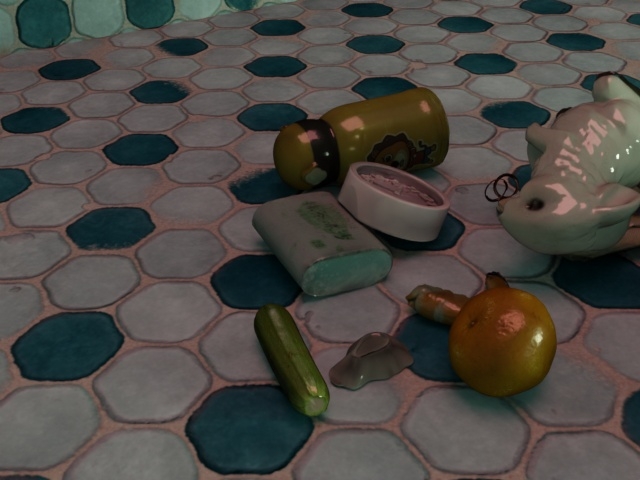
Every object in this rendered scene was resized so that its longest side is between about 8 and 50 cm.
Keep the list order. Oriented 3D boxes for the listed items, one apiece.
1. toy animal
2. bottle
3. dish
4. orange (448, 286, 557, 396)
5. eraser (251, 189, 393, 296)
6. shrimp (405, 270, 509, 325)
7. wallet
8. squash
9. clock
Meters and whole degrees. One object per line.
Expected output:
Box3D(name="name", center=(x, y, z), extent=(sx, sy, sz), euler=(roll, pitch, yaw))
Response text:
Box3D(name="toy animal", center=(0.455, -0.105, 1.400), extent=(0.258, 0.194, 0.357), euler=(29, 55, 4))
Box3D(name="bottle", center=(0.074, -0.195, 1.681), extent=(0.352, 0.171, 0.171), euler=(-17, 35, -18))
Box3D(name="dish", center=(0.071, 0.168, 1.214), extent=(0.137, 0.039, 0.091), euler=(-25, 39, -35))
Box3D(name="orange", center=(0.258, 0.145, 1.153), extent=(0.136, 0.159, 0.159), euler=(33, 24, -22))
Box3D(name="eraser", center=(0.000, 0.000, 1.447), extent=(0.174, 0.081, 0.227), euler=(-13, 33, -22))
Box3D(name="shrimp", center=(0.233, 0.084, 1.337), extent=(0.161, 0.049, 0.166), euler=(16, 35, 21))
Box3D(name="wallet", center=(0.508, -0.059, 1.524), extent=(0.336, 0.068, 0.274), euler=(-12, 34, -12))
Box3D(name="squash", center=(-0.045, 0.169, 1.195), extent=(0.066, 0.066, 0.229), euler=(-12, 33, -16))
Box3D(name="clock", center=(0.135, -0.073, 1.505), extent=(0.197, 0.068, 0.197), euler=(18, 21, -7))
